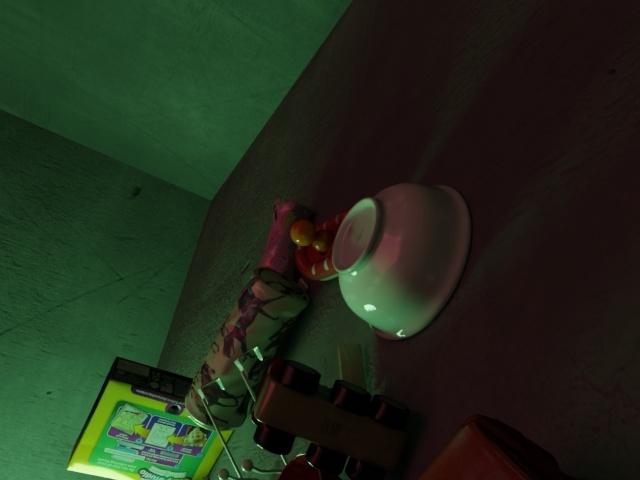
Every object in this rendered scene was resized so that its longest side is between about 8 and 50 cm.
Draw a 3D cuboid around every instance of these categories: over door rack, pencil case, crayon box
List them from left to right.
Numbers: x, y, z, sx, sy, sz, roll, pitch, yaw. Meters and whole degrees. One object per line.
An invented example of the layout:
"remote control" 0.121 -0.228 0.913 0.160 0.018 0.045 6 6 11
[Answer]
"crayon box" -0.446 0.518 1.363 0.313 0.362 0.106 -60 22 15
"over door rack" -0.168 0.413 1.005 0.239 0.108 0.324 -42 61 45
"pencil case" -0.178 0.267 1.251 0.159 0.183 0.410 31 95 31
"pencil case" -0.110 0.018 1.424 0.124 0.124 0.284 -30 42 57

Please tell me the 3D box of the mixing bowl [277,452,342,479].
"mixing bowl" -0.004 0.431 0.761 0.181 0.098 0.182 -50 27 37

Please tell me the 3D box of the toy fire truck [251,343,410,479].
"toy fire truck" 0.012 0.242 0.794 0.246 0.217 0.159 165 128 -82

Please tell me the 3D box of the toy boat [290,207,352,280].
"toy boat" 0.000 0.000 1.132 0.231 0.151 0.151 -29 42 58

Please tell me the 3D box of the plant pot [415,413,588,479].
"plant pot" 0.130 0.305 0.384 0.265 0.272 0.272 -57 21 2

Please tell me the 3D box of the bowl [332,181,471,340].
"bowl" 0.113 0.013 0.876 0.298 0.134 0.298 -49 27 36
